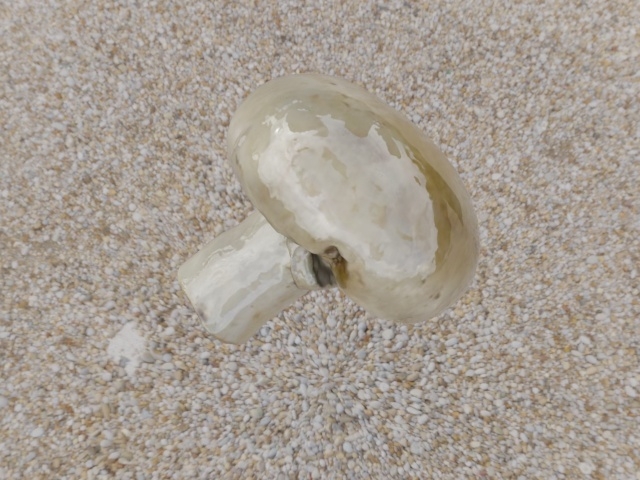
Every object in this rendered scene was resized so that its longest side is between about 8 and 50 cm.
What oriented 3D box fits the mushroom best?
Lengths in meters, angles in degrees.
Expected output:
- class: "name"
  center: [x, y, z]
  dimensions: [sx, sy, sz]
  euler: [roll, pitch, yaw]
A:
- class: "mushroom"
  center: [0.000, 0.000, 0.480]
  dimensions: [0.292, 0.292, 0.290]
  euler: [45, 97, 12]
